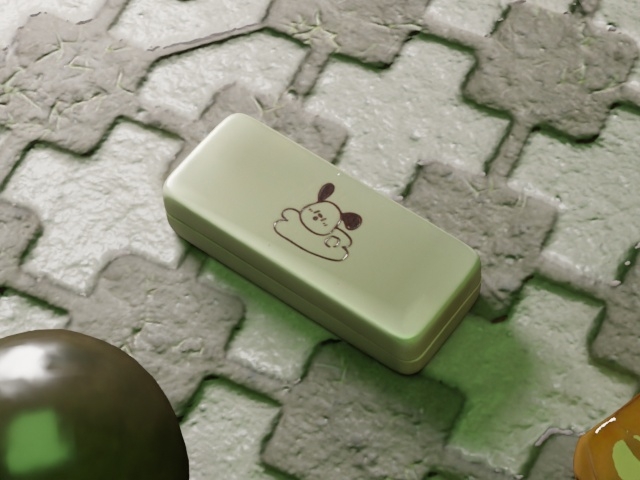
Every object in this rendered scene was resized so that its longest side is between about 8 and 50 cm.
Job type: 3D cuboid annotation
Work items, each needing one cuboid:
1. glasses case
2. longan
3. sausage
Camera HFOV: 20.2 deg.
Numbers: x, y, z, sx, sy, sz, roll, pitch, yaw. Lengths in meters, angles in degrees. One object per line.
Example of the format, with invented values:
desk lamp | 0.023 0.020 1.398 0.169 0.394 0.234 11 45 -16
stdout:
glasses case | 0.000 0.000 1.769 0.313 0.070 0.131 32 63 20
longan | -0.242 0.201 1.547 0.258 0.258 0.258 -1 57 1
sausage | 0.337 0.173 1.616 0.241 0.120 0.136 -39 79 -22
